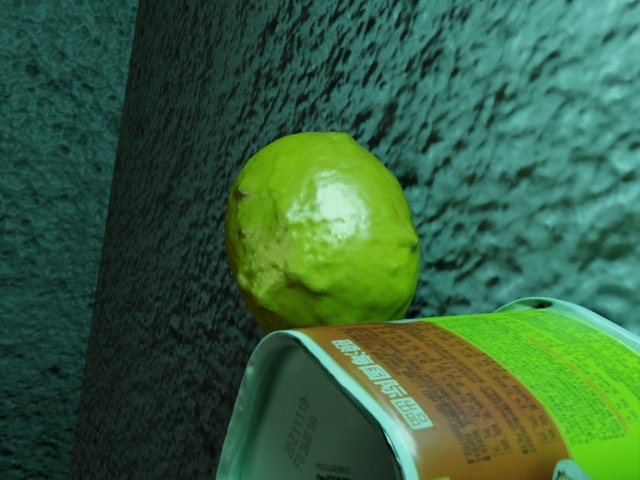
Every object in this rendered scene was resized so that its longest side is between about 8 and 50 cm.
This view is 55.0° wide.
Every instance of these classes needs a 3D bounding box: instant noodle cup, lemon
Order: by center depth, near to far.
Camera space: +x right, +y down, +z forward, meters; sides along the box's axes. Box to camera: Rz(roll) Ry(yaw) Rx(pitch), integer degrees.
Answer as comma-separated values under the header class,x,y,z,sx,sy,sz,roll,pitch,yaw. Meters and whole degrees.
class,x,y,z,sx,sy,sz,roll,pitch,yaw
instant noodle cup,0.104,0.183,0.469,0.294,0.308,0.293,-12,75,54
lemon,0.000,0.000,0.722,0.233,0.234,0.288,-39,53,46
